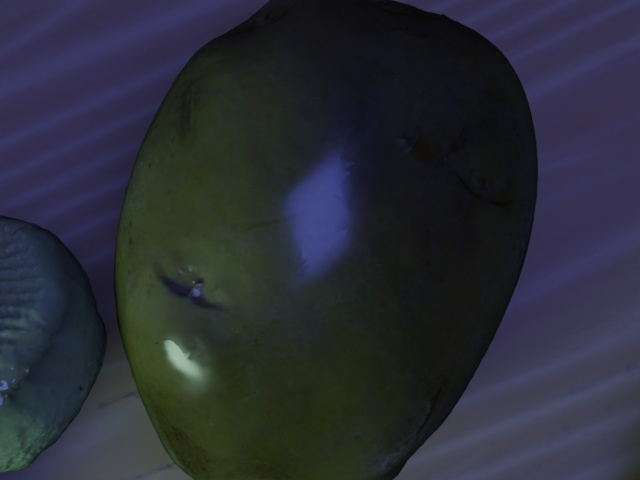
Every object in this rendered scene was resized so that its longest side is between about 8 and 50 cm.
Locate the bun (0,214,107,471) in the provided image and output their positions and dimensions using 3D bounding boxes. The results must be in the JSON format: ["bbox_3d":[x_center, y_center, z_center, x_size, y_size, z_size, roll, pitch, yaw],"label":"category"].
[{"bbox_3d":[-0.224,0.077,1.058,0.195,0.118,0.195,-6,48,7],"label":"bun"}]

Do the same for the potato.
[{"bbox_3d":[0.000,0.000,1.062,0.243,0.221,0.326,38,74,-47],"label":"potato"}]
